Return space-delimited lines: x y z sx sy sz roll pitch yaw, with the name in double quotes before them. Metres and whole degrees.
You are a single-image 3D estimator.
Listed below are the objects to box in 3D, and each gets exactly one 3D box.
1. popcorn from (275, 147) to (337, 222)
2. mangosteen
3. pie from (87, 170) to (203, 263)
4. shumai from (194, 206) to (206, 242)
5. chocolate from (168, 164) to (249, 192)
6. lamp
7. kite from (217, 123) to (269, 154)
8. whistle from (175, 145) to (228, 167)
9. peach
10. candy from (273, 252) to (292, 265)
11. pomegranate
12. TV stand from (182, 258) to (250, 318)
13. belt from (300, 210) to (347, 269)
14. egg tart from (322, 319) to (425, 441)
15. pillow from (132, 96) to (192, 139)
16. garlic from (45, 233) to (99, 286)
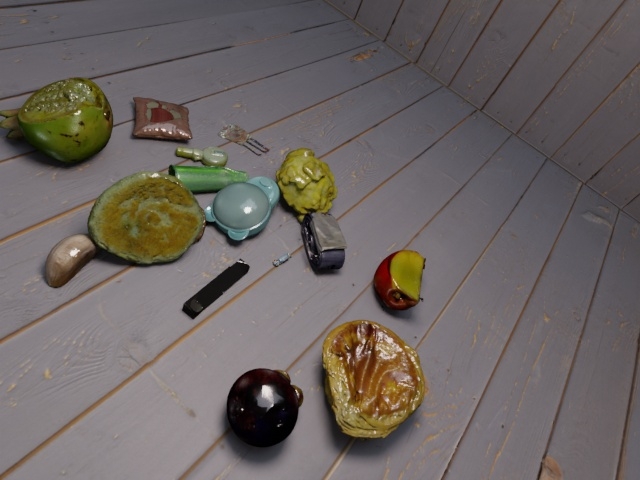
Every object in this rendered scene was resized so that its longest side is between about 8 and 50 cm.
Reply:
"popcorn" -0.056 -0.213 1.720 0.235 0.250 0.241 0 38 27
"mangosteen" -0.134 0.424 1.159 0.194 0.194 0.231 49 24 19
"pie" -0.506 -0.065 1.318 0.323 0.323 0.070 -3 29 -27
"shumai" -0.448 -0.055 1.471 0.123 0.105 0.139 -8 86 -47
"chocolate" -0.407 -0.228 1.647 0.291 0.110 0.110 -5 54 -32
"lamp" -0.263 -0.128 1.589 0.209 0.147 0.284 36 44 14
"kite" -0.330 -0.432 1.919 0.229 0.016 0.127 33 48 9
"whistle" -0.463 -0.339 1.741 0.199 0.057 0.104 10 48 -19
"peach" 0.278 0.127 1.610 0.154 0.159 0.267 32 46 -11
"candy" -0.135 0.064 1.569 0.030 0.020 0.083 43 46 12
"pomegranate" -0.873 -0.384 1.501 0.359 0.216 0.309 -10 51 5
"TV stand" -0.323 0.146 1.396 0.049 0.040 0.256 38 46 9
"belt" 0.000 0.000 1.606 0.126 0.139 0.230 1 53 -26
"egg tart" 0.145 0.404 1.312 0.340 0.153 0.351 -1 52 -26
"pillow" -0.633 -0.483 1.770 0.224 0.084 0.236 -1 50 -23
"garlic" -0.704 0.037 1.269 0.087 0.101 0.195 27 45 1
